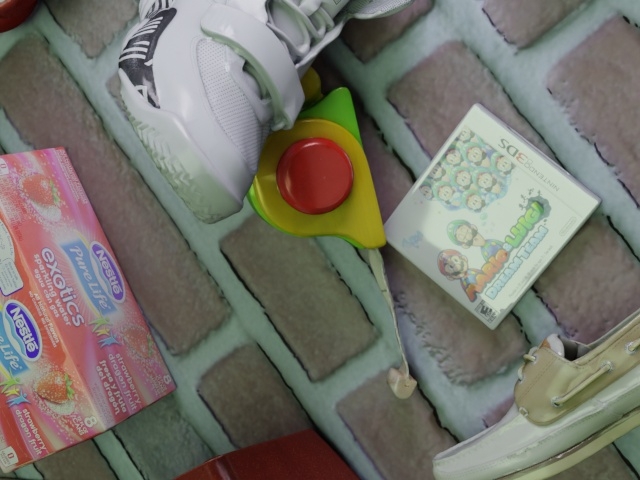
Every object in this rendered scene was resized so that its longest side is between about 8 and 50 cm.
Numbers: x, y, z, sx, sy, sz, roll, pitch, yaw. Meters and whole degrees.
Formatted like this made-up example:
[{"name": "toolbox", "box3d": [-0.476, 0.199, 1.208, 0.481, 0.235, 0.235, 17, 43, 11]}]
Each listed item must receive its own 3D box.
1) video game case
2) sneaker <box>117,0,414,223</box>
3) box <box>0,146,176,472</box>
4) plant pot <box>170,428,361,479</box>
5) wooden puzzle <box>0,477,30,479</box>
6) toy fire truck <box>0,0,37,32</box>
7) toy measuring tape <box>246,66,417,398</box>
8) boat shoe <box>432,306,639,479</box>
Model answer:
[{"name": "video game case", "box3d": [0.151, -0.021, 0.925, 0.143, 0.019, 0.157, 41, 113, 12]}, {"name": "sneaker", "box3d": [-0.037, -0.179, 0.828, 0.210, 0.365, 0.137, -24, 128, 17]}, {"name": "box", "box3d": [-0.302, 0.068, 1.074, 0.154, 0.142, 0.299, -26, 89, 26]}, {"name": "plant pot", "box3d": [-0.070, 0.332, 0.972, 0.267, 0.267, 0.235, -32, 75, 25]}, {"name": "wooden puzzle", "box3d": [-0.302, 0.406, 1.193, 0.221, 0.044, 0.238, -1, 99, 24]}, {"name": "toy fire truck", "box3d": [-0.342, -0.376, 1.015, 0.254, 0.169, 0.302, -42, 82, 0]}, {"name": "toy measuring tape", "box3d": [0.000, 0.000, 0.942, 0.121, 0.121, 0.330, -10, 100, 25]}, {"name": "boat shoe", "box3d": [0.220, 0.130, 0.880, 0.302, 0.113, 0.103, -30, 86, 15]}]
